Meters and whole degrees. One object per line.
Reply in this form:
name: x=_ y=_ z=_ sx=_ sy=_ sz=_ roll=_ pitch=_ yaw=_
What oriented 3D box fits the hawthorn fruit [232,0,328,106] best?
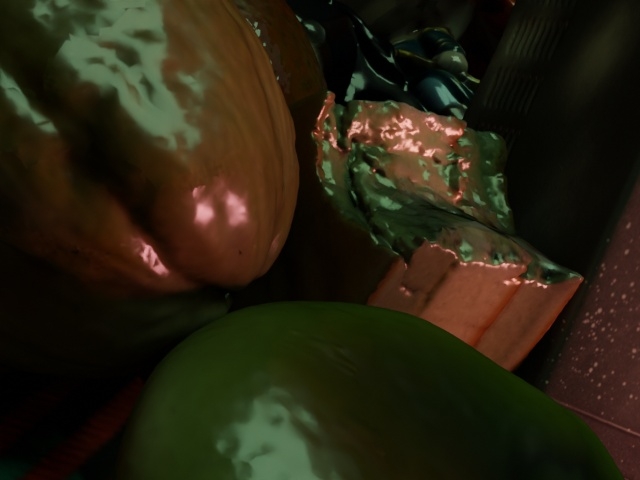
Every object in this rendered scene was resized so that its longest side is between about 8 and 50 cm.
hawthorn fruit: x=-0.084 y=-0.108 z=1.197 sx=0.194 sy=0.157 sz=0.157 roll=65 pitch=21 yaw=-3

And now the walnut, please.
walnut: x=-0.139 y=-0.056 z=0.926 sx=0.283 sy=0.227 sz=0.283 roll=39 pitch=1 yaw=-1

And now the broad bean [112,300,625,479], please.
broad bean: x=0.033 y=0.135 z=0.864 sx=0.291 sy=0.119 sz=0.238 roll=6 pitch=57 yaw=-45

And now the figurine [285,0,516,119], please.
figurine: x=0.055 y=-0.128 z=1.434 sx=0.306 sy=0.241 sz=0.412 roll=29 pitch=36 yaw=-1

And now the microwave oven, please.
microwave oven: x=0.310 y=0.020 z=1.210 sx=0.432 sy=0.374 sz=0.236 roll=24 pitch=1 yaw=-23

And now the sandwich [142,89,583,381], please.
sandwich: x=0.000 y=0.000 z=1.060 sx=0.155 sy=0.198 sz=0.227 roll=13 pitch=29 yaw=-45
